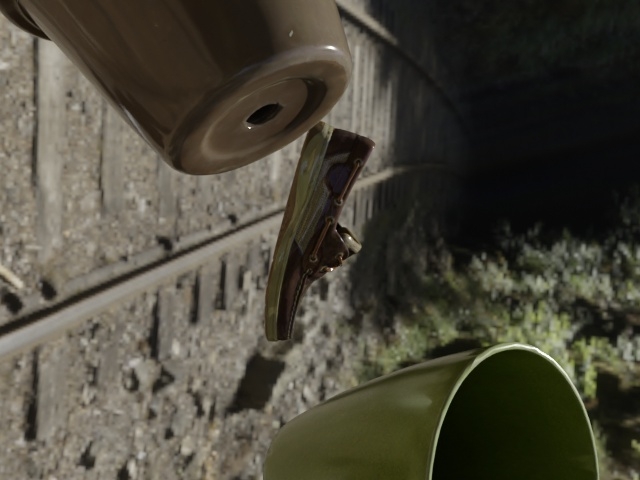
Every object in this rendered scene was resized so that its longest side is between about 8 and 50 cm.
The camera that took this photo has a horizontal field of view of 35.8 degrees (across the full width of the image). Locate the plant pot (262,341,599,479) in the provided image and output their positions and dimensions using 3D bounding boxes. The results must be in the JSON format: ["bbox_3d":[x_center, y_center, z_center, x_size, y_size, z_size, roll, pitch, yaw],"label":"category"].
[{"bbox_3d":[0.087,0.247,1.021,0.275,0.293,0.274,8,78,-43],"label":"plant pot"}]

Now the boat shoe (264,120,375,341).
[{"bbox_3d":[0.000,0.000,1.466,0.123,0.123,0.342,-80,-175,-79],"label":"boat shoe"}]

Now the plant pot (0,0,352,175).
[{"bbox_3d":[-0.094,-0.177,0.722,0.229,0.263,0.263,60,3,14],"label":"plant pot"}]
